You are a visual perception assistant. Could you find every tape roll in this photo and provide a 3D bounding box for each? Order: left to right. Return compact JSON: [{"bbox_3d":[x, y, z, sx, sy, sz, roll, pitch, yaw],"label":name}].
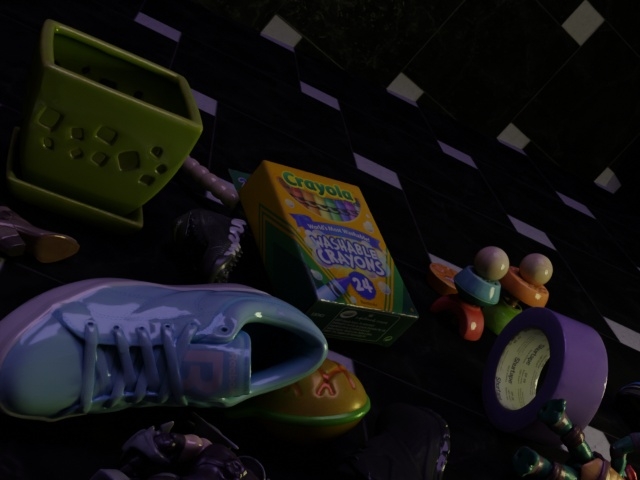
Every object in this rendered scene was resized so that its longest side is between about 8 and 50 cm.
[{"bbox_3d":[0.322,0.197,1.441,0.080,0.189,0.189,23,20,-21],"label":"tape roll"}]

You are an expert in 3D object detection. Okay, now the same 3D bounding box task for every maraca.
[{"bbox_3d":[-0.036,0.180,1.127,0.185,0.099,0.127,2,10,-2],"label":"maraca"}]

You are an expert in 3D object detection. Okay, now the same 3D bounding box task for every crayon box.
[{"bbox_3d":[0.000,0.000,1.516,0.203,0.083,0.323,13,41,-40],"label":"crayon box"}]

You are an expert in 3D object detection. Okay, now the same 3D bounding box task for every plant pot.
[{"bbox_3d":[-0.316,-0.149,1.383,0.227,0.207,0.228,20,21,-23],"label":"plant pot"}]

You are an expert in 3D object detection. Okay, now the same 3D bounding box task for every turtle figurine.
[{"bbox_3d":[0.375,0.322,1.329,0.234,0.118,0.175,35,58,-11],"label":"turtle figurine"}]

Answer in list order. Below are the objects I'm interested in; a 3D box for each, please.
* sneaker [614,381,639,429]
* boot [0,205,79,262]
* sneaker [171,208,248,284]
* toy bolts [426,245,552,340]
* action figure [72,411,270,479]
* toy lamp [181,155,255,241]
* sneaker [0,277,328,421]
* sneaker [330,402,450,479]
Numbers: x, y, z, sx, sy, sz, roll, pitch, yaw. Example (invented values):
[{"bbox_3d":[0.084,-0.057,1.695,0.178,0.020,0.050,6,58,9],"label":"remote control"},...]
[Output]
[{"bbox_3d":[0.581,0.322,1.709,0.078,0.067,0.188,-10,41,-30],"label":"sneaker"},{"bbox_3d":[-0.367,-0.012,1.220,0.087,0.042,0.118,39,21,32],"label":"boot"},{"bbox_3d":[-0.167,0.008,1.406,0.106,0.078,0.234,24,16,-7],"label":"sneaker"},{"bbox_3d":[0.291,0.063,1.781,0.218,0.158,0.228,38,21,24],"label":"toy bolts"},{"bbox_3d":[-0.121,0.233,0.872,0.185,0.099,0.285,30,6,22],"label":"action figure"},{"bbox_3d":[-0.169,-0.087,1.634,0.274,0.080,0.080,41,22,28],"label":"toy lamp"},{"bbox_3d":[-0.145,0.106,0.975,0.366,0.135,0.150,-9,13,-42],"label":"sneaker"},{"bbox_3d":[0.073,0.255,1.082,0.130,0.109,0.286,19,18,-7],"label":"sneaker"}]
